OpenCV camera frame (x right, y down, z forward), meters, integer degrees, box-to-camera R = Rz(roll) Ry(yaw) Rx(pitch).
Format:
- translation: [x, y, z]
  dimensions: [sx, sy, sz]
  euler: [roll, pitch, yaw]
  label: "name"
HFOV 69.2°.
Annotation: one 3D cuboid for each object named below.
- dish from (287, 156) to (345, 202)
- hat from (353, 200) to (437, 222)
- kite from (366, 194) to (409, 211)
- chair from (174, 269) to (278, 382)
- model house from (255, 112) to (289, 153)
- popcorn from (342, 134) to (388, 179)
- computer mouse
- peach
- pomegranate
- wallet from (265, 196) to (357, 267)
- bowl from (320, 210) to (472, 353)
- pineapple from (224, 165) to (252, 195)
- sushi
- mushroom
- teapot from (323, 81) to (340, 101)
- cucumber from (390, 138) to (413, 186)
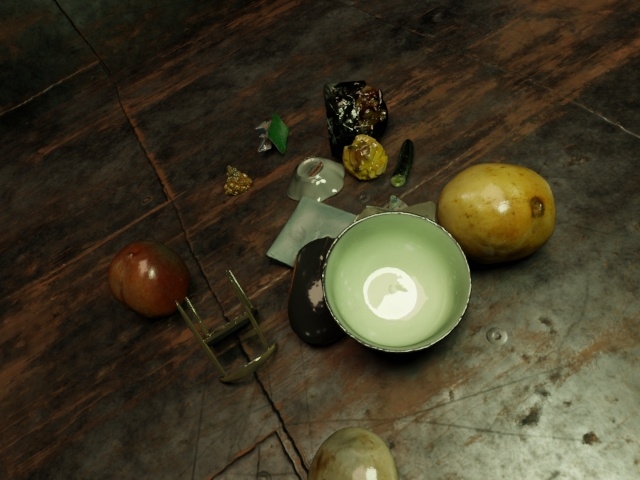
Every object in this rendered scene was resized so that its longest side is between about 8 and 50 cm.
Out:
- translation: [-0.026, -0.235, 1.652]
  dimensions: [0.229, 0.081, 0.230]
  euler: [-10, 49, 12]
  label: "dish"
- translation: [0.202, -0.040, 1.319]
  dimensions: [0.244, 0.149, 0.215]
  euler: [-41, 34, 52]
  label: "hat"
- translation: [0.218, -0.098, 1.495]
  dimensions: [0.152, 0.005, 0.137]
  euler: [0, 51, 22]
  label: "kite"
- translation: [-0.259, 0.240, 1.302]
  dimensions: [0.188, 0.166, 0.272]
  euler: [-31, 90, -7]
  label: "chair"
- translation: [-0.200, -0.415, 1.864]
  dimensions: [0.088, 0.117, 0.167]
  euler: [-19, 47, 27]
  label: "model house"
- translation: [0.151, -0.283, 1.592]
  dimensions: [0.167, 0.152, 0.149]
  euler: [24, 104, 32]
  label: "popcorn"
- translation: [0.005, 0.127, 1.292]
  dimensions: [0.182, 0.116, 0.324]
  euler: [0, 61, 12]
  label: "computer mouse"
- translation: [-0.535, 0.117, 1.451]
  dimensions: [0.252, 0.253, 0.253]
  euler: [-11, 49, 12]
  label: "peach"
- translation: [0.450, -0.071, 1.194]
  dimensions: [0.306, 0.307, 0.308]
  euler: [-11, 49, 12]
  label: "pomegranate"
- translation: [0.000, 0.001, 1.465]
  dimensions: [0.290, 0.054, 0.251]
  euler: [23, 68, 27]
  label: "wallet"
- translation: [0.182, 0.121, 1.170]
  dimensions: [0.353, 0.185, 0.354]
  euler: [-1, 68, 3]
  label: "bowl"
- translation: [-0.322, -0.238, 1.763]
  dimensions: [0.114, 0.114, 0.077]
  euler: [-15, 29, 3]
  label: "pineapple"
- translation: [0.145, -0.452, 1.707]
  dimensions: [0.212, 0.216, 0.227]
  euler: [3, 32, 17]
  label: "sushi"
- translation: [0.072, 0.500, 0.943]
  dimensions: [0.226, 0.178, 0.227]
  euler: [-31, 49, 43]
  label: "mushroom"
- translation: [0.081, -0.588, 1.891]
  dimensions: [0.108, 0.111, 0.149]
  euler: [-19, 40, -14]
  label: "teapot"
- translation: [0.287, -0.275, 1.588]
  dimensions: [0.058, 0.052, 0.215]
  euler: [-29, 32, 48]
  label: "cucumber"
